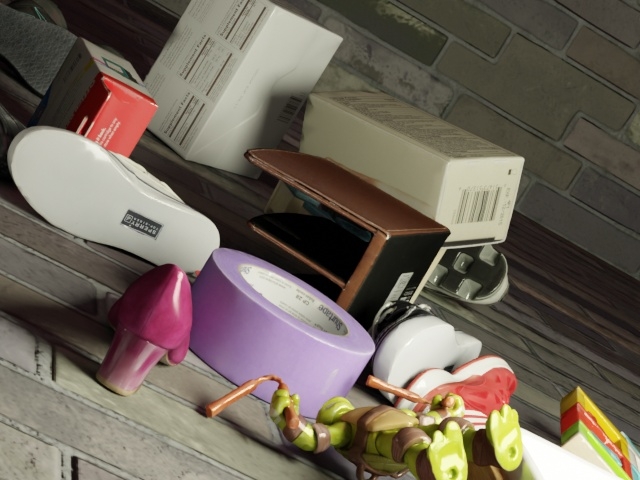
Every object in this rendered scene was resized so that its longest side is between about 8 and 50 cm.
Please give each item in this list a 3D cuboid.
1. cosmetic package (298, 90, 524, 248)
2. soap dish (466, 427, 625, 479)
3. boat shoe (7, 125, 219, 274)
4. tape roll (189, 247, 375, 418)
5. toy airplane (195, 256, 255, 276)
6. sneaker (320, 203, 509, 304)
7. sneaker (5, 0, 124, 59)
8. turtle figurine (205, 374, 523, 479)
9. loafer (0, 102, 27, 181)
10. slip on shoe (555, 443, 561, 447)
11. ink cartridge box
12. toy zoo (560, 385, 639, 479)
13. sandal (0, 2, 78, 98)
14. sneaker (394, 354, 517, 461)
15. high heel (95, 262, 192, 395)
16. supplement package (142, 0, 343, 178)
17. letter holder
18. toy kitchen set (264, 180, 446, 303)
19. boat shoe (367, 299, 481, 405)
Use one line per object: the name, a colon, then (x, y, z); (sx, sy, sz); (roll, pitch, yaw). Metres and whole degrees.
cosmetic package: (0.117, -0.102, 2.134); (0.153, 0.129, 0.296); (-5, 26, -38)
soap dish: (0.261, 0.296, 1.345); (0.291, 0.118, 0.229); (29, 11, -14)
boat shoe: (-0.224, -0.051, 1.638); (0.268, 0.096, 0.088); (25, 9, -36)
tape roll: (-0.046, 0.091, 1.529); (0.189, 0.080, 0.189); (30, 10, -6)
toy airplane: (-0.078, 0.067, 1.675); (0.151, 0.028, 0.151); (36, 22, -17)
sneaker: (0.143, 0.010, 2.379); (0.331, 0.122, 0.146); (35, -7, 20)
sneaker: (-0.375, -0.253, 2.200); (0.267, 0.101, 0.106); (37, 34, 25)
turtle figurine: (0.052, 0.171, 1.348); (0.270, 0.087, 0.217); (6, -1, -39)
loafer: (-0.387, -0.144, 1.647); (0.223, 0.076, 0.078); (40, 5, 22)
slip on shoe: (0.271, 0.261, 1.733); (0.041, 0.051, 0.135); (50, 12, 25)
ink cartridge box: (-0.265, -0.137, 1.799); (0.078, 0.134, 0.231); (27, 12, -26)
toy zoo: (0.350, 0.270, 1.796); (0.192, 0.030, 0.293); (50, 11, 0)
sandal: (-0.404, -0.263, 2.122); (0.254, 0.097, 0.054); (34, -16, 10)
sneaker: (0.180, 0.201, 1.703); (0.128, 0.087, 0.221); (46, 28, 24)
high heel: (-0.137, 0.050, 1.354); (0.082, 0.117, 0.244); (32, 11, 2)
supplement package: (-0.129, -0.251, 2.343); (0.145, 0.261, 0.204); (38, 12, 28)
letter holder: (0.000, 0.000, 1.882); (0.214, 0.152, 0.302); (32, 10, 14)
toy kitchen set: (0.050, -0.024, 2.188); (0.207, 0.122, 0.166); (27, 12, -24)
boat shoe: (0.099, 0.115, 1.750); (0.102, 0.108, 0.301); (35, 9, 18)
